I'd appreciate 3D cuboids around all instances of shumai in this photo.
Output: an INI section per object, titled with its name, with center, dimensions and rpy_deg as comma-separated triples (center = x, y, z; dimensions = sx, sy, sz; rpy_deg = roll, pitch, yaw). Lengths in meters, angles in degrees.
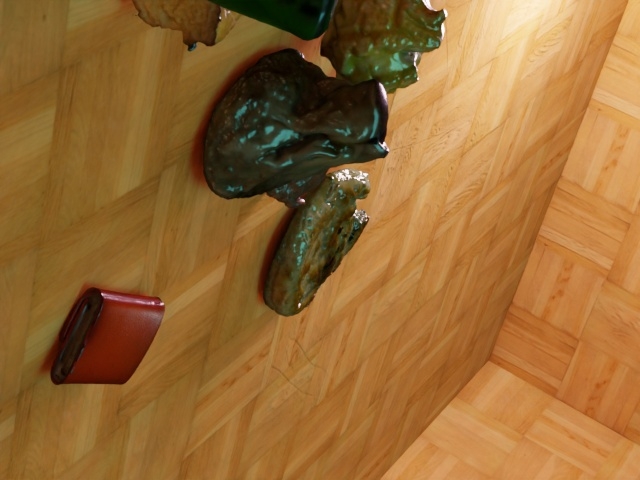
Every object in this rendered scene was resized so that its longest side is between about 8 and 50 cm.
[shumai]
center = -0.032, -0.145, 1.960
dimensions = 0.272, 0.204, 0.222
rpy_deg = -51, 158, -16

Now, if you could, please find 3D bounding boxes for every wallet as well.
[wallet]
center = -0.300, 0.137, 1.909
dimensions = 0.142, 0.045, 0.204
rpy_deg = -64, 162, 2

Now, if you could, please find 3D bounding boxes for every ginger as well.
[ginger]
center = 0.006, -0.184, 2.209
dimensions = 0.290, 0.084, 0.122
rpy_deg = -56, 139, -3

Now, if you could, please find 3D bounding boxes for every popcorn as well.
[popcorn]
center = 0.090, -0.312, 2.063
dimensions = 0.185, 0.167, 0.187
rpy_deg = -89, -159, -68

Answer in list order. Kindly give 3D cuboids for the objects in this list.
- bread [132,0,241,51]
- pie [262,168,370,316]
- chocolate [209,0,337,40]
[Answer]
[bread]
center = -0.129, -0.339, 1.516
dimensions = 0.139, 0.143, 0.229
rpy_deg = -44, 157, -39
[pie]
center = -0.005, 0.005, 2.443
dimensions = 0.302, 0.067, 0.302
rpy_deg = -52, 161, -27
[chocolate]
center = -0.091, -0.415, 1.226
dimensions = 0.161, 0.341, 0.360
rpy_deg = -53, 163, -57
